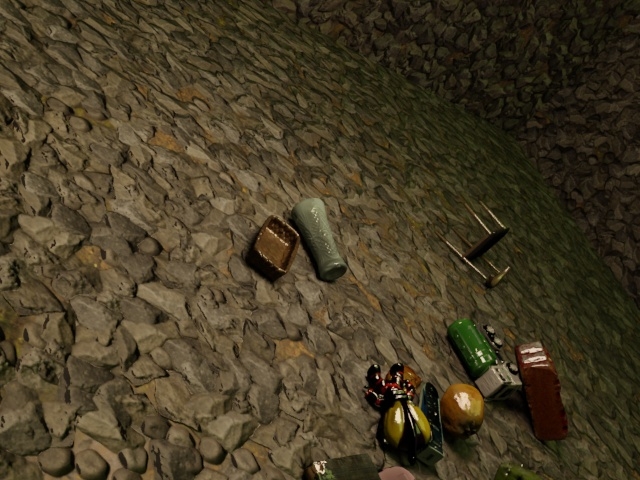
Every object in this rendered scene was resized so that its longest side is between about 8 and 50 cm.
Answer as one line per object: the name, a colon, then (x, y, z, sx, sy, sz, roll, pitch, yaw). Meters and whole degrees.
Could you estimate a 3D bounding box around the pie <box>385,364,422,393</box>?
pie: (0.196, 0.349, 1.838, 0.088, 0.033, 0.191, 42, 28, 5)

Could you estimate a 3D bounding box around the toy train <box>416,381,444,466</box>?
toy train: (0.253, 0.424, 1.788, 0.052, 0.051, 0.234, 36, 25, -15)

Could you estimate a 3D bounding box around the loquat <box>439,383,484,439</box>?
loquat: (0.344, 0.417, 1.841, 0.113, 0.137, 0.137, 20, 34, -14)

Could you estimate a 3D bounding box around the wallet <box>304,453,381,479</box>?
wallet: (0.094, 0.546, 1.399, 0.169, 0.044, 0.317, 3, 45, -40)

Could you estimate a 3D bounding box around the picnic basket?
picnic basket: (-0.115, 0.019, 1.853, 0.110, 0.055, 0.193, 39, 28, -11)

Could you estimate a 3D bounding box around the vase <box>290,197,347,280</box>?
vase: (0.000, 0.000, 1.997, 0.096, 0.096, 0.219, 14, 43, -44)

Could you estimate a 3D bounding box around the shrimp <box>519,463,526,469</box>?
shrimp: (0.526, 0.701, 1.760, 0.233, 0.071, 0.365, -2, 57, -47)

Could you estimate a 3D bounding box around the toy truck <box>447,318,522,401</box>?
toy truck: (0.454, 0.329, 2.134, 0.125, 0.101, 0.242, 10, 41, -42)

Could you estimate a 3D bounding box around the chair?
chair: (0.570, 0.010, 2.650, 0.272, 0.166, 0.188, 52, 29, 15)

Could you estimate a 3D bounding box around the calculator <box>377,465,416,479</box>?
calculator: (0.151, 0.515, 1.555, 0.166, 0.024, 0.103, -4, 54, -53)

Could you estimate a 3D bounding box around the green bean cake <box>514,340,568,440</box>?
green bean cake: (0.619, 0.415, 2.130, 0.198, 0.097, 0.233, -90, 164, -58)

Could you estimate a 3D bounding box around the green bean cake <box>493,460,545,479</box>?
green bean cake: (0.509, 0.620, 1.537, 0.319, 0.218, 0.335, 25, -2, -12)

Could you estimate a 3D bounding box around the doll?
doll: (0.175, 0.384, 1.705, 0.088, 0.127, 0.249, 65, 10, -45)
